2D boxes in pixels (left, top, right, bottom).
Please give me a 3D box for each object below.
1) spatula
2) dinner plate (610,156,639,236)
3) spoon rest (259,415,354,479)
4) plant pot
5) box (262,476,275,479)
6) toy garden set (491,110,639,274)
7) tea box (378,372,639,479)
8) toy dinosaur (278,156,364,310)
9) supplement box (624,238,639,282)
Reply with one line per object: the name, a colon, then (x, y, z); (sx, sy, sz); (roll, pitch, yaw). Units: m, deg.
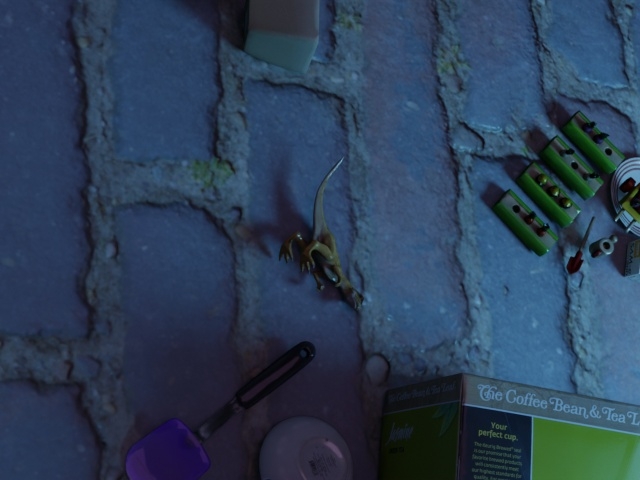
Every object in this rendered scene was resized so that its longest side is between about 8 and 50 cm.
spatula: (-0.118, 0.220, 1.297); (0.296, 0.030, 0.084); (-37, 90, -27)
dinner plate: (0.534, -0.068, 1.670); (0.141, 0.017, 0.141); (7, 73, -23)
spoon rest: (0.006, 0.358, 1.297); (0.137, 0.084, 0.276); (-8, 66, -33)
plant pot: (-0.058, -0.311, 1.431); (0.096, 0.109, 0.109); (4, 74, -10)
box: (-0.053, 0.416, 1.217); (0.136, 0.036, 0.225); (22, 78, 14)
toy garden set: (0.418, -0.064, 1.587); (0.204, 0.049, 0.244); (45, 66, -3)
tea box: (0.262, 0.363, 1.320); (0.328, 0.220, 0.324); (14, 72, -20)
toy dinosaur: (0.000, 0.000, 1.402); (0.112, 0.064, 0.212); (-15, 92, -44)
supplement box: (0.544, 0.042, 1.633); (0.098, 0.036, 0.062); (19, 70, -18)
